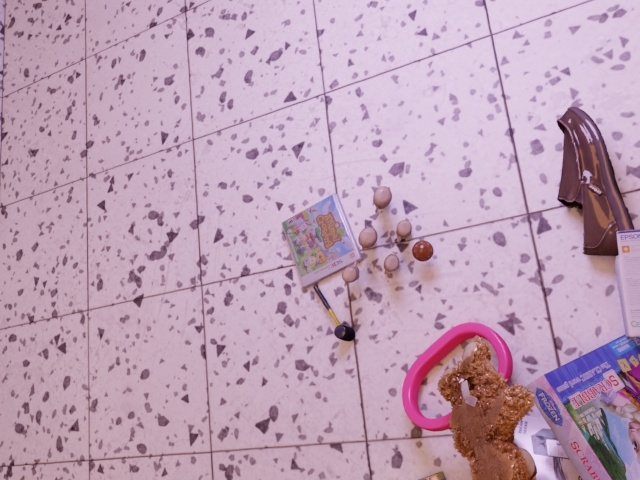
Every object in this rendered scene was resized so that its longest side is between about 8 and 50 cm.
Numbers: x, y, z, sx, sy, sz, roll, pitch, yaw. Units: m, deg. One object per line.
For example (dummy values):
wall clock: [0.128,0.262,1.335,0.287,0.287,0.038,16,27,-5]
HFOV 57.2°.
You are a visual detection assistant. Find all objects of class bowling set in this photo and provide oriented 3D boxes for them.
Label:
bowling set: [0.185,0.019,1.527,0.200,0.154,0.287,25,90,6]

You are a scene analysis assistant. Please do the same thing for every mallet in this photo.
mallet: [0.026,0.194,1.599,0.039,0.062,0.190,-42,64,13]

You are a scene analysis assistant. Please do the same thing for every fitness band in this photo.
fitness band: [0.315,0.323,1.381,0.291,0.054,0.209,-45,37,13]

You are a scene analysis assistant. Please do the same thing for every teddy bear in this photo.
teddy bear: [0.338,0.357,1.174,0.245,0.113,0.338,-66,23,19]

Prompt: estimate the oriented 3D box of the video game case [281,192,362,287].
video game case: [0.000,0.000,1.673,0.193,0.023,0.212,-28,68,20]

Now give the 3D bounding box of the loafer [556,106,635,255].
loafer: [0.595,-0.130,1.326,0.130,0.134,0.366,-19,72,23]

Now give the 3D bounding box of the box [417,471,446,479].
box: [0.203,0.640,1.420,0.232,0.058,0.087,-31,68,20]

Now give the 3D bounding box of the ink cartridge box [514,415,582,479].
ink cartridge box: [0.487,0.488,1.219,0.289,0.121,0.211,-1,46,27]

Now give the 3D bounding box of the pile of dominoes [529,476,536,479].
pile of dominoes: [0.392,0.570,1.110,0.196,0.040,0.251,-44,64,12]

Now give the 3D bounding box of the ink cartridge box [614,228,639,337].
ink cartridge box: [0.735,0.083,1.210,0.223,0.045,0.224,-4,81,13]

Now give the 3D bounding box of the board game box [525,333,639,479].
board game box: [0.601,0.364,1.136,0.318,0.318,0.066,61,145,22]
